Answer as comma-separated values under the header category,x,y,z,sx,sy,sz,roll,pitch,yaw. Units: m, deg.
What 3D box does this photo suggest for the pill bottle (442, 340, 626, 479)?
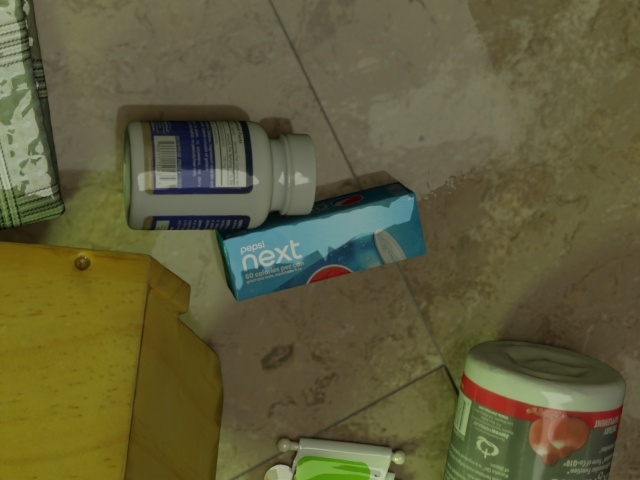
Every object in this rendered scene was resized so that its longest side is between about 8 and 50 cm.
category,x,y,z,sx,sy,sz,roll,pitch,yaw
pill bottle,0.219,0.283,1.674,0.176,0.176,0.318,6,102,-14

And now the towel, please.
category,x,y,z,sx,sy,sz,roll,pitch,yaw
towel,-0.425,-0.147,1.497,0.312,0.056,0.324,-10,104,-10

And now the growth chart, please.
category,x,y,z,sx,sy,sz,roll,pitch,yaw
growth chart,0.019,0.334,1.716,0.172,0.021,0.237,-1,97,-13

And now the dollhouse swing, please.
category,x,y,z,sx,sy,sz,roll,pitch,yaw
dollhouse swing,-0.261,0.212,1.485,0.315,0.305,0.347,5,73,-2

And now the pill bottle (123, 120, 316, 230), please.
category,x,y,z,sx,sy,sz,roll,pitch,yaw
pill bottle,-0.103,-0.066,1.556,0.186,0.112,0.112,0,103,-12

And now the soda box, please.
category,x,y,z,sx,sy,sz,roll,pitch,yaw
soda box,0.000,0.000,1.617,0.210,0.067,0.071,-14,105,-8
